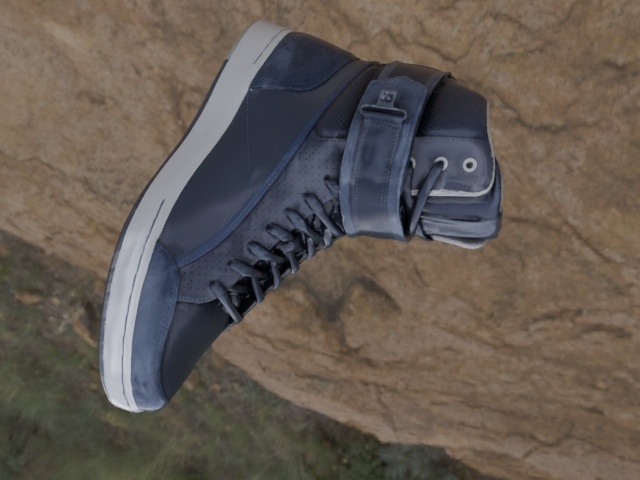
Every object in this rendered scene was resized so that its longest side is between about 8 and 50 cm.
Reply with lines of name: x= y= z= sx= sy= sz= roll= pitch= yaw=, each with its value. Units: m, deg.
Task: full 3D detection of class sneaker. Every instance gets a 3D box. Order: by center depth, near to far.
sneaker: x=0.000 y=-0.001 z=0.384 sx=0.163 sy=0.226 sz=0.086 roll=19 pitch=162 yaw=14
